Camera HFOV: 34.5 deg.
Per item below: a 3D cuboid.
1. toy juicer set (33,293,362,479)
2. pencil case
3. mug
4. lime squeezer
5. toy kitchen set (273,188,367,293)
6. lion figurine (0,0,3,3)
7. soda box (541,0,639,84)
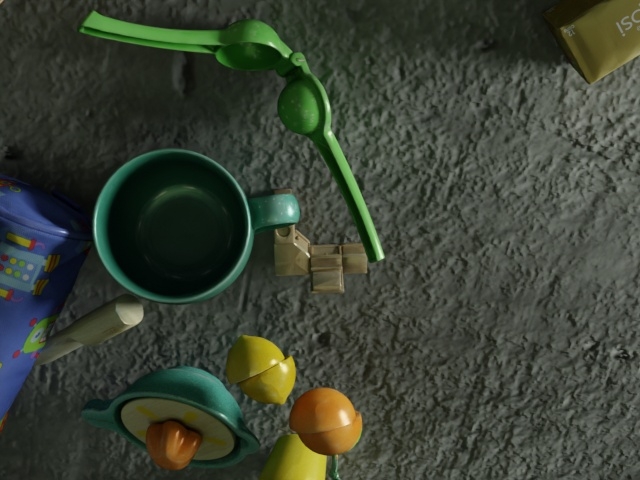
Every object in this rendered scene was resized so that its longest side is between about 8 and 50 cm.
[{"bbox_3d":[-0.118,0.151,0.933,0.329,0.089,0.209,25,142,-10],"label":"toy juicer set"},{"bbox_3d":[-0.303,0.088,0.917,0.119,0.133,0.306,31,106,13],"label":"pencil case"},{"bbox_3d":[-0.109,-0.004,0.885,0.158,0.097,0.129,23,86,1],"label":"mug"},{"bbox_3d":[-0.040,-0.115,0.848,0.310,0.110,0.059,39,135,-17],"label":"lime squeezer"},{"bbox_3d":[0.000,0.000,0.919,0.083,0.068,0.075,-2,114,0],"label":"toy kitchen set"},{"bbox_3d":[-0.284,-0.361,0.735,0.240,0.142,0.392,-18,99,15],"label":"lion figurine"},{"bbox_3d":[0.276,-0.204,0.834,0.181,0.061,0.058,-32,111,13],"label":"soda box"}]
